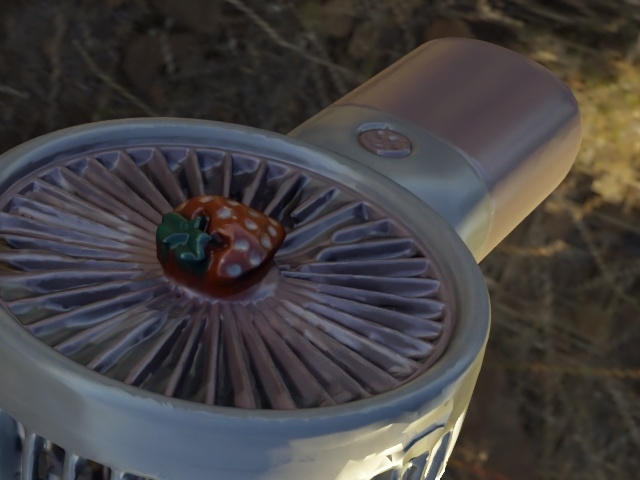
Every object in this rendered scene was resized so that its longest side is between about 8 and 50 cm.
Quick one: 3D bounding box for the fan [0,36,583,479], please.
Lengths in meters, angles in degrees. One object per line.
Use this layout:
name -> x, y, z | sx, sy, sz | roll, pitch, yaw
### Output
fan -> 0.000, 0.000, 0.514 | 0.244, 0.130, 0.074 | -40, 148, -52
